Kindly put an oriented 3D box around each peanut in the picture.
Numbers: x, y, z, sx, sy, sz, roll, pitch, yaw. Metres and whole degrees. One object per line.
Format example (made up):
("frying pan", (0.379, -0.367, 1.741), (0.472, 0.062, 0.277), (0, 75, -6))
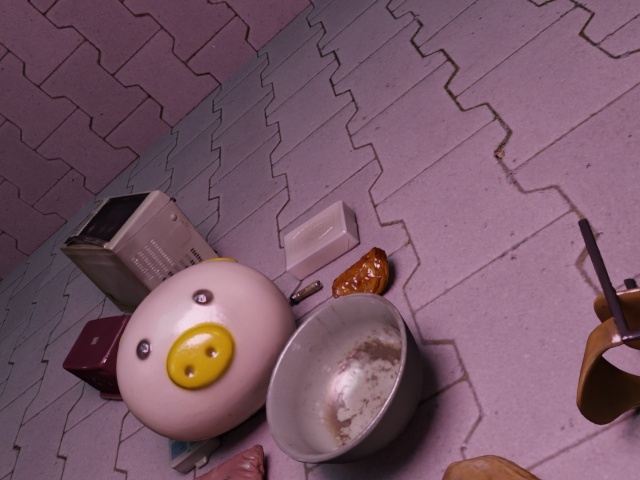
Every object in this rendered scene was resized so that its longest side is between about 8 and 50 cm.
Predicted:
("peanut", (0.227, 0.336, 0.707), (0.129, 0.129, 0.224), (-51, 23, -6))

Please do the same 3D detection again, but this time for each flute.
("flute", (-0.091, 0.153, 1.375), (0.233, 0.027, 0.027), (-33, 35, 23))

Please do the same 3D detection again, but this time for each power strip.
("power strip", (-0.287, 0.389, 1.331), (0.118, 0.046, 0.270), (-41, 31, 10))

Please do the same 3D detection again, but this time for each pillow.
("pillow", (-0.183, 0.498, 1.050), (0.223, 0.084, 0.236), (-40, 30, 16))

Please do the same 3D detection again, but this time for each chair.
("chair", (0.405, 0.094, 0.724), (0.172, 0.159, 0.246), (-21, 39, 40))

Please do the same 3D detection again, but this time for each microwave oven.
("microwave oven", (-0.515, 0.033, 1.720), (0.394, 0.333, 0.247), (0, 44, 49))

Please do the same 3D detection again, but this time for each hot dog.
("hot dog", (0.086, 0.077, 1.210), (0.147, 0.065, 0.099), (-44, 30, 27))

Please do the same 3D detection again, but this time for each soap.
("soap", (0.000, 0.000, 1.399), (0.183, 0.064, 0.121), (-33, 37, 22))

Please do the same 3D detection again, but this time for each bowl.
("bowl", (0.061, 0.244, 0.981), (0.289, 0.146, 0.289), (-30, 37, 27))

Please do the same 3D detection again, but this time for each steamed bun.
("steamed bun", (-0.229, 0.215, 1.198), (0.374, 0.334, 0.334), (-42, 31, -8))

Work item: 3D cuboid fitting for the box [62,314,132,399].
("box", (-0.552, 0.312, 1.619), (0.294, 0.167, 0.193), (-13, 44, 42))
